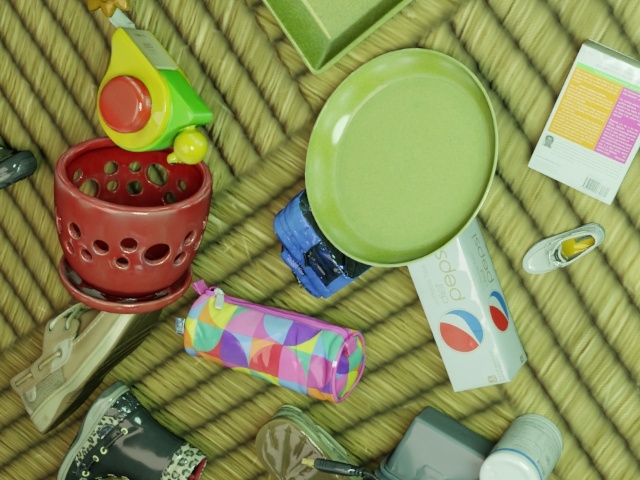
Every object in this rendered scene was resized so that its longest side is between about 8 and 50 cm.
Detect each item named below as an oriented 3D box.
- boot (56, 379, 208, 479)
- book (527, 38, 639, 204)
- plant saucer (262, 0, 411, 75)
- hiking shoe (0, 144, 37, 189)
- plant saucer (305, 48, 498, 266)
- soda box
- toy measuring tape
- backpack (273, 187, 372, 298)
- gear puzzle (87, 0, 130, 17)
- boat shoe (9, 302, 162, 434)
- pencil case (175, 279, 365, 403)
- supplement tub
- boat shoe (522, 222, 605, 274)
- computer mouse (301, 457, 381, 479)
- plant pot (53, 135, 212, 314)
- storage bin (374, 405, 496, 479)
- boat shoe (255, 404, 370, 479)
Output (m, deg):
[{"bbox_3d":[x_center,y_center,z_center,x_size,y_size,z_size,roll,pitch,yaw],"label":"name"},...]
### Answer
[{"bbox_3d":[-0.274,0.335,1.538,0.178,0.085,0.236,34,120,11],"label":"boot"},{"bbox_3d":[0.286,-0.120,1.098,0.096,0.035,0.144,28,119,14],"label":"book"},{"bbox_3d":[0.016,-0.309,1.168,0.188,0.045,0.188,-35,89,34],"label":"plant saucer"},{"bbox_3d":[-0.495,-0.125,1.490,0.227,0.086,0.114,0,111,30],"label":"hiking shoe"},{"bbox_3d":[0.091,-0.088,1.165,0.241,0.037,0.241,-7,77,34],"label":"plant saucer"},{"bbox_3d":[0.158,0.057,1.209,0.074,0.069,0.216,-16,100,32],"label":"soda box"},{"bbox_3d":[-0.252,-0.212,1.318,0.330,0.121,0.121,51,124,14],"label":"toy measuring tape"},{"bbox_3d":[0.000,0.000,1.258,0.101,0.098,0.120,-35,90,37],"label":"backpack"},{"bbox_3d":[-0.203,-0.415,1.216,0.175,0.044,0.339,36,111,13],"label":"gear puzzle"},{"bbox_3d":[-0.336,0.146,1.480,0.110,0.121,0.341,48,124,5],"label":"boat shoe"},{"bbox_3d":[-0.062,0.127,1.339,0.236,0.104,0.104,16,115,22],"label":"pencil case"},{"bbox_3d":[0.229,0.251,1.217,0.071,0.107,0.071,9,111,25],"label":"supplement tub"},{"bbox_3d":[0.260,0.013,1.157,0.100,0.035,0.035,-25,95,33],"label":"boat shoe"},{"bbox_3d":[-0.016,0.341,1.292,0.262,0.060,0.184,3,119,37],"label":"computer mouse"},{"bbox_3d":[-0.234,-0.014,1.331,0.191,0.191,0.174,21,123,21],"label":"plant pot"},{"bbox_3d":[0.146,0.268,1.284,0.135,0.098,0.091,28,108,17],"label":"storage bin"},{"bbox_3d":[0.033,0.330,1.376,0.104,0.089,0.285,-36,92,18],"label":"boat shoe"}]
